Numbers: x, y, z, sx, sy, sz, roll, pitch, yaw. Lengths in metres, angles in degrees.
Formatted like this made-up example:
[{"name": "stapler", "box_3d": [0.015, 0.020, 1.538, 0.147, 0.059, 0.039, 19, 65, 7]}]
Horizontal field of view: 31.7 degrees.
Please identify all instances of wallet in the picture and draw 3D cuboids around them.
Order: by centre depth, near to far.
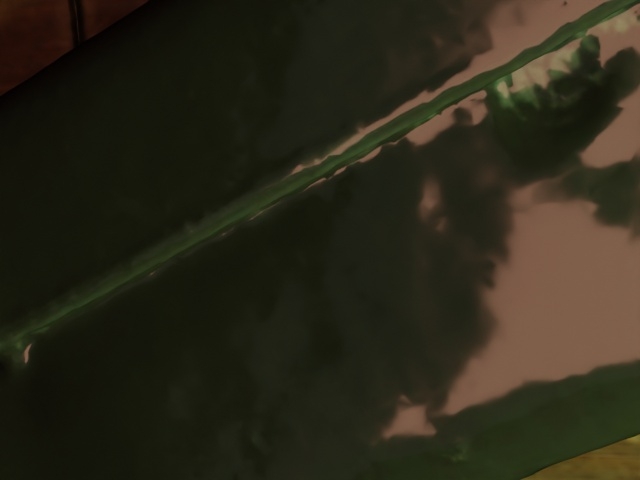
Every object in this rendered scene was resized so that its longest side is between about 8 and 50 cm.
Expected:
[{"name": "wallet", "box_3d": [0.000, 0.000, 0.420, 0.406, 0.062, 0.228, -28, 91, 21]}]
